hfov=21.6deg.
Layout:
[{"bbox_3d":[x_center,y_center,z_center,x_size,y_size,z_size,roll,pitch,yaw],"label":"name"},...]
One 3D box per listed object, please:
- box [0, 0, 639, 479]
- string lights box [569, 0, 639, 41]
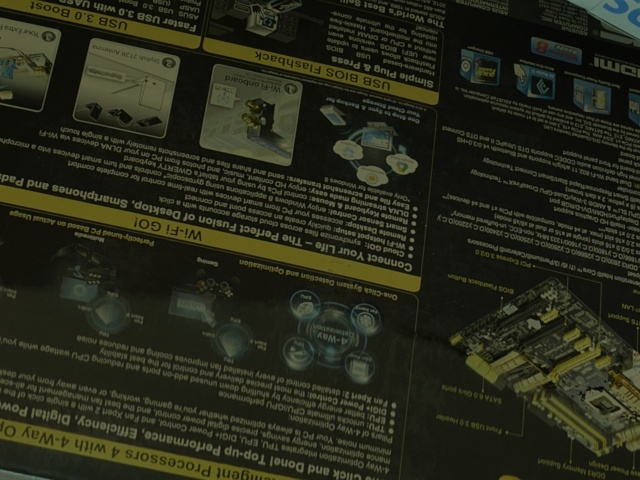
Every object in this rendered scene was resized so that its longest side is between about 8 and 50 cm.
[{"bbox_3d":[0.000,0.000,0.761,0.394,0.318,0.097,12,146,-9],"label":"box"},{"bbox_3d":[0.211,-0.172,0.676,0.133,0.077,0.259,24,144,-23],"label":"string lights box"}]
